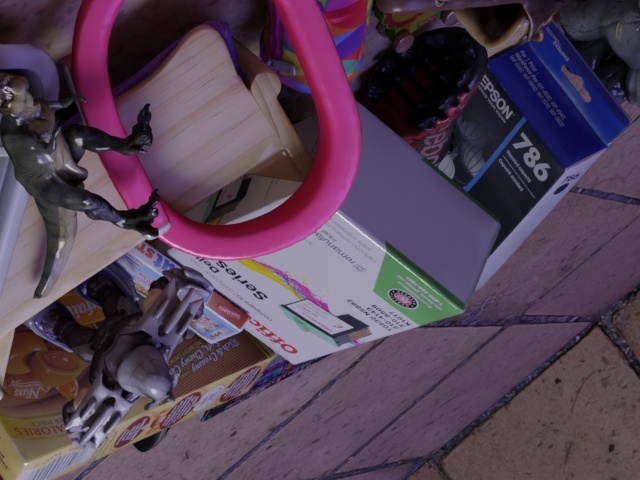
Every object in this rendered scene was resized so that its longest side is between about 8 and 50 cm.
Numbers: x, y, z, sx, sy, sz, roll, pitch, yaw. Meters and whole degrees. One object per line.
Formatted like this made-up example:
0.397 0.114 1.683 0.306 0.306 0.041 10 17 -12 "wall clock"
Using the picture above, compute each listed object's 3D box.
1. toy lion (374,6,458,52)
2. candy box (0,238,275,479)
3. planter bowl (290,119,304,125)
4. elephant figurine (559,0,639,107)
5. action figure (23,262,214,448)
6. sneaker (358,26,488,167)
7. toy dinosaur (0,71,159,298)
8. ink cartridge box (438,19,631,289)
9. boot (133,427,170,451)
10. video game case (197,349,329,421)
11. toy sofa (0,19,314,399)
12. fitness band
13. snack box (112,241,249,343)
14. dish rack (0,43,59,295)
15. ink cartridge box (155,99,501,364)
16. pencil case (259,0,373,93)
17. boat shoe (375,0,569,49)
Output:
0.096 -0.235 1.821 0.100 0.034 0.096 -29 154 -20 "toy lion"
-0.223 0.113 1.863 0.316 0.183 0.087 -21 159 -39 "candy box"
-0.006 -0.059 1.904 0.217 0.217 0.090 112 0 -59 "planter bowl"
0.395 -0.270 2.138 0.239 0.186 0.169 -37 123 -32 "elephant figurine"
-0.182 0.087 1.669 0.185 0.285 0.099 -45 120 -6 "action figure"
0.099 -0.134 1.971 0.135 0.097 0.276 -16 156 -46 "sneaker"
-0.184 -0.049 1.417 0.118 0.064 0.268 -2 140 3 "toy dinosaur"
0.207 -0.092 2.169 0.065 0.165 0.333 -17 154 -43 "ink cartridge box"
-0.147 0.160 2.284 0.178 0.085 0.236 -24 155 -34 "boot"
-0.054 0.138 2.478 0.232 0.042 0.210 -26 160 -27 "video game case"
-0.195 -0.043 1.586 0.362 0.177 0.150 -35 -157 -4 "toy sofa"
-0.083 -0.114 1.478 0.209 0.054 0.291 -26 118 -6 "fitness band"
-0.157 0.040 1.824 0.064 0.178 0.022 -26 -147 54 "snack box"
-0.342 0.000 1.369 0.285 0.072 0.333 -9 122 -56 "dish rack"
0.000 0.000 1.786 0.278 0.201 0.117 -22 -143 51 "ink cartridge box"
-0.003 -0.210 1.586 0.104 0.104 0.236 -30 160 -17 "pencil case"
0.162 -0.237 1.706 0.342 0.123 0.123 -3 105 -54 "boat shoe"
